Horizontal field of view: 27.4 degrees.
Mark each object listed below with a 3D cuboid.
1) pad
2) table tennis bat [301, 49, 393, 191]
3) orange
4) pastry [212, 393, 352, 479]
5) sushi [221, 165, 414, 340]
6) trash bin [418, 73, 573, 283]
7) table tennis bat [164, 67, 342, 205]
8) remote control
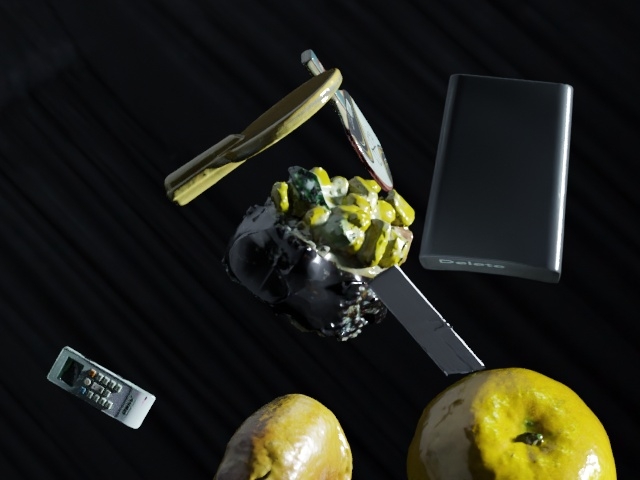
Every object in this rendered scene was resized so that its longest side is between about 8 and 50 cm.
[{"bbox_3d":[0.118,0.095,1.527,0.004,0.156,0.232,-40,178,-9],"label":"pad"},{"bbox_3d":[0.049,-0.207,2.245,0.022,0.173,0.301,-26,126,15],"label":"table tennis bat"},{"bbox_3d":[0.252,0.307,1.755,0.279,0.279,0.235,-37,157,-32],"label":"orange"},{"bbox_3d":[-0.066,0.432,2.257,0.356,0.164,0.356,-39,140,-43],"label":"pastry"},{"bbox_3d":[0.000,0.000,2.537,0.328,0.328,0.285,7,117,-56],"label":"sushi"},{"bbox_3d":[0.215,-0.074,1.566,0.115,0.165,0.225,43,54,-78],"label":"trash bin"},{"bbox_3d":[-0.101,-0.155,1.937,0.321,0.050,0.198,-35,-165,14],"label":"table tennis bat"},{"bbox_3d":[-0.349,0.235,2.090,0.065,0.166,0.029,-60,-179,8],"label":"remote control"}]
